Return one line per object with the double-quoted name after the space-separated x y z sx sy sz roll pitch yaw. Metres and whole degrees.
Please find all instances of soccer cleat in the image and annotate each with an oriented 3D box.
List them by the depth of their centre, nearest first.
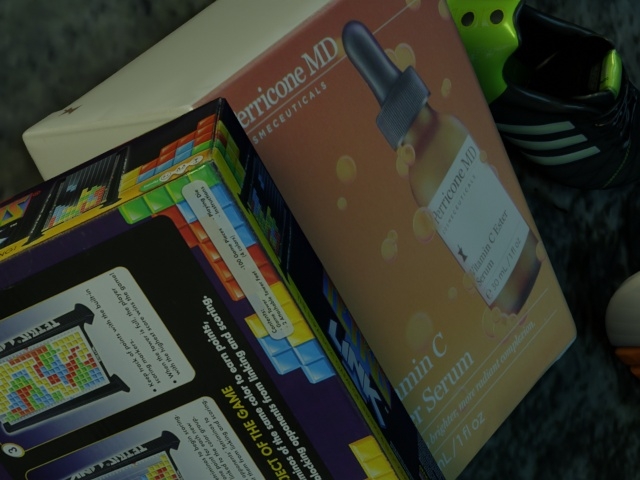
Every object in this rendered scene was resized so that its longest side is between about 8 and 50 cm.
0.114 -0.063 0.640 0.179 0.072 0.060 19 75 -43 "soccer cleat"

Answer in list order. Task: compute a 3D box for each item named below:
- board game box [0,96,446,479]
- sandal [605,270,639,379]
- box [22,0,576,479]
-0.051 0.063 0.424 0.170 0.141 0.048 61 14 -25 "board game box"
0.232 0.060 0.744 0.265 0.102 0.076 44 57 -45 "sandal"
0.000 0.000 0.510 0.130 0.091 0.170 -43 118 -37 "box"
